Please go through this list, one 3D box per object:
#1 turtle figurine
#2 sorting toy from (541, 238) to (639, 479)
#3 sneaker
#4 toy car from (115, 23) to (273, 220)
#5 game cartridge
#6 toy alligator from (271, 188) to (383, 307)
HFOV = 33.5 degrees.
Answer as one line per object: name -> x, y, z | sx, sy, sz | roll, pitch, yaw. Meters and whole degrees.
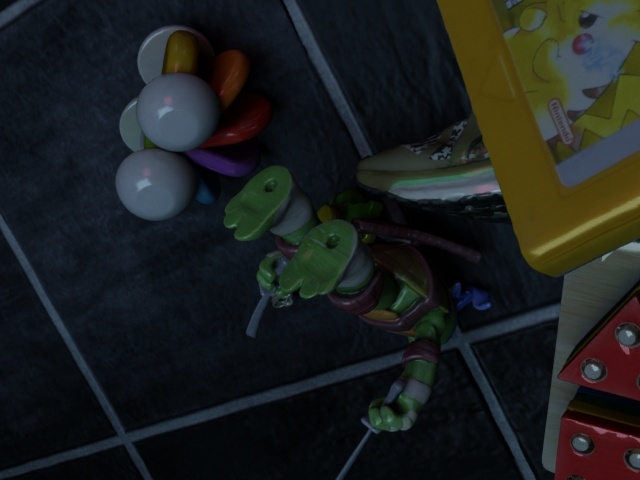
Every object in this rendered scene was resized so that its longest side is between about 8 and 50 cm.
turtle figurine -> 0.004, 0.076, 0.932 | 0.275, 0.197, 0.266 | -19, 144, 19
sorting toy -> 0.317, 0.138, 0.901 | 0.257, 0.089, 0.255 | 13, 118, 25
sneaker -> 0.208, -0.118, 0.848 | 0.410, 0.158, 0.182 | -11, 75, 35
toy car -> -0.118, -0.108, 1.020 | 0.136, 0.159, 0.182 | 12, 124, -17
game cartridge -> 0.240, -0.168, 0.712 | 0.324, 0.053, 0.285 | -32, 57, 30
toy alligator -> 0.000, 0.000, 1.047 | 0.190, 0.056, 0.051 | -45, 42, 43
